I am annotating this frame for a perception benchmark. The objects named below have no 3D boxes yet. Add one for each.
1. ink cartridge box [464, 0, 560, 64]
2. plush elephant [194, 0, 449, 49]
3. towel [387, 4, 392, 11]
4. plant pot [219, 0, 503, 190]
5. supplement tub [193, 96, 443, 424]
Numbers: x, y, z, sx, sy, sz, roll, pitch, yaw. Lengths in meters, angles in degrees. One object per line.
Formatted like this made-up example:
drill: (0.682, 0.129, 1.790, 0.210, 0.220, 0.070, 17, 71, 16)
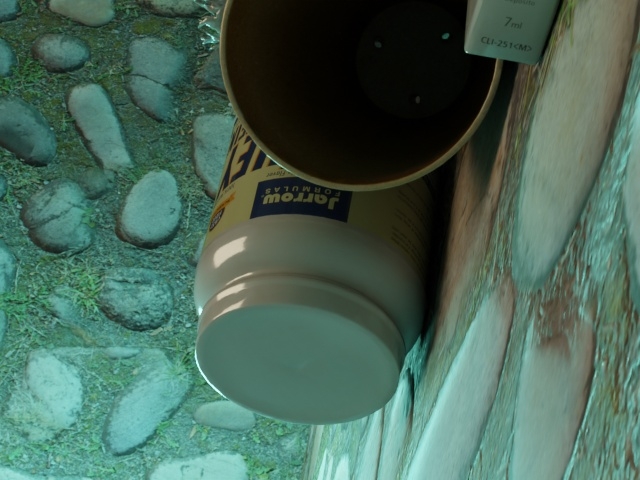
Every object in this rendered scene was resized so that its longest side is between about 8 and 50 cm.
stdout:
ink cartridge box: (0.164, -0.302, 0.961, 0.239, 0.060, 0.275, 102, 179, -46)
plush elephant: (0.045, -0.260, 1.626, 0.255, 0.330, 0.271, -42, -34, -56)
towel: (0.044, -0.366, 1.382, 0.209, 0.034, 0.285, 69, -171, -51)
plant pot: (0.060, -0.167, 1.204, 0.254, 0.237, 0.237, -18, -60, -76)
supplement tub: (0.000, 0.000, 1.374, 0.235, 0.235, 0.324, 104, 178, -50)
